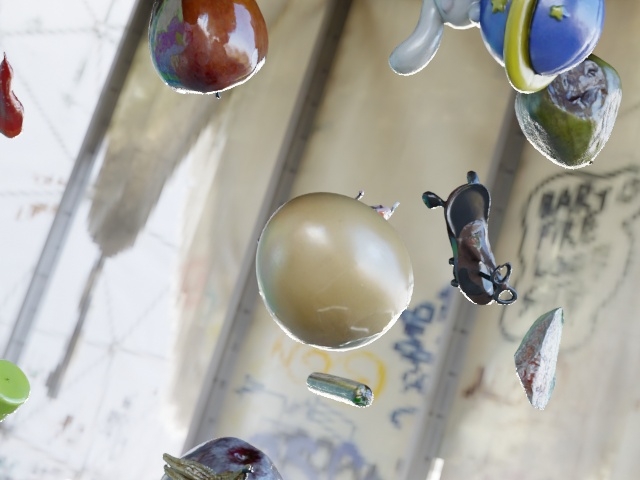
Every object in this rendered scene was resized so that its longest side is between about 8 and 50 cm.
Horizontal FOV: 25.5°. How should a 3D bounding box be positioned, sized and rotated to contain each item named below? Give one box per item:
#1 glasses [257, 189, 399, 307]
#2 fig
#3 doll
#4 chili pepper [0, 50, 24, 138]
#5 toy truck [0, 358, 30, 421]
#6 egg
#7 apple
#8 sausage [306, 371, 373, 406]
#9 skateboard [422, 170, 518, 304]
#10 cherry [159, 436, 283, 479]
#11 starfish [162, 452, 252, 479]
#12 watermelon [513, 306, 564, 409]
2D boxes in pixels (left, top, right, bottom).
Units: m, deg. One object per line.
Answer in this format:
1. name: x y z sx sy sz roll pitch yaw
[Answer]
1. glasses: 0.005 0.006 2.112 0.095 0.255 0.162 53 2 16
2. fig: 0.339 -0.180 1.936 0.144 0.154 0.165 -6 -56 1
3. doll: 0.251 -0.326 1.746 0.159 0.311 0.242 16 1 -43
4. chili pepper: -0.428 -0.191 1.934 0.045 0.027 0.178 31 -35 10
5. toy truck: -0.416 0.159 1.475 0.210 0.187 0.148 36 25 9
6. egg: 0.014 0.037 1.851 0.201 0.201 0.244 8 -32 31
7. apple: -0.204 -0.367 2.542 0.234 0.234 0.234 16 -16 5
8. sausage: 0.024 0.202 1.941 0.033 0.033 0.269 21 -7 -14
9. skateboard: 0.169 0.006 1.516 0.080 0.067 0.151 30 -39 59
10. cherry: -0.125 0.341 1.796 0.195 0.195 0.195 16 -16 5
11. starfish: -0.119 0.289 1.632 0.130 0.133 0.041 -30 -19 24
12. watermelon: 0.379 0.201 2.456 0.081 0.180 0.094 11 -10 4
